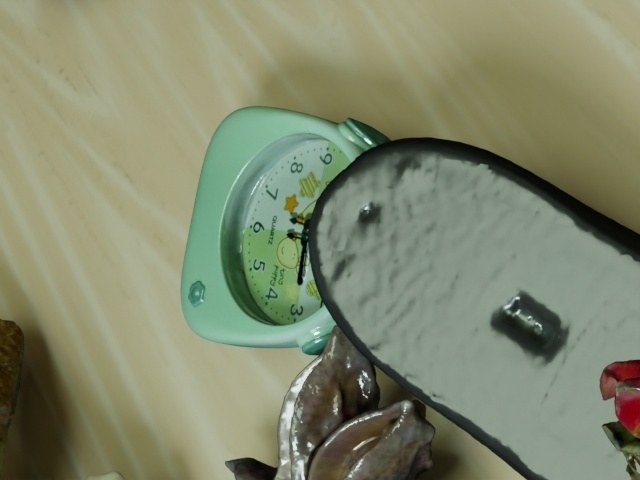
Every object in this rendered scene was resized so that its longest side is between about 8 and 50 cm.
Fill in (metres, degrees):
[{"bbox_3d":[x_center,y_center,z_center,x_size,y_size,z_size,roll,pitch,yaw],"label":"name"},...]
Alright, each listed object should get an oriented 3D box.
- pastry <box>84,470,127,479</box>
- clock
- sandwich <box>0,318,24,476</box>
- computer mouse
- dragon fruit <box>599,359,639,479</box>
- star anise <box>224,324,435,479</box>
[{"bbox_3d":[-0.106,0.259,1.005,0.258,0.121,0.089,56,142,34],"label":"pastry"},{"bbox_3d":[-0.001,0.000,1.011,0.188,0.060,0.148,10,86,44],"label":"clock"},{"bbox_3d":[-0.264,0.217,1.146,0.288,0.099,0.254,-100,16,-59],"label":"sandwich"},{"bbox_3d":[0.113,0.044,0.871,0.269,0.086,0.137,35,97,31],"label":"computer mouse"},{"bbox_3d":[0.252,0.073,0.645,0.272,0.218,0.198,13,47,41],"label":"dragon fruit"},{"bbox_3d":[0.010,0.172,0.939,0.212,0.073,0.197,-51,50,34],"label":"star anise"}]
